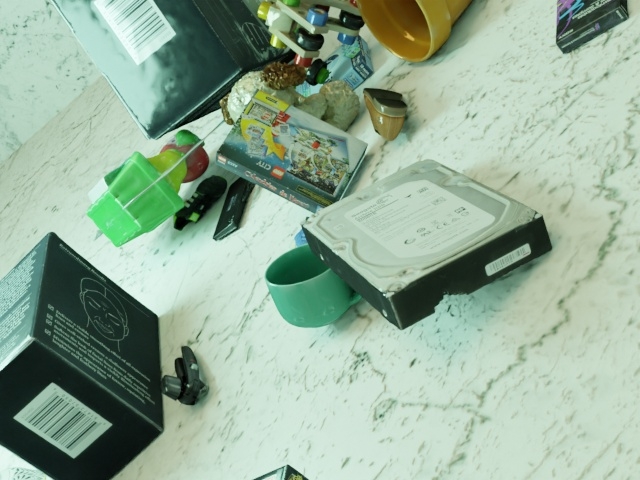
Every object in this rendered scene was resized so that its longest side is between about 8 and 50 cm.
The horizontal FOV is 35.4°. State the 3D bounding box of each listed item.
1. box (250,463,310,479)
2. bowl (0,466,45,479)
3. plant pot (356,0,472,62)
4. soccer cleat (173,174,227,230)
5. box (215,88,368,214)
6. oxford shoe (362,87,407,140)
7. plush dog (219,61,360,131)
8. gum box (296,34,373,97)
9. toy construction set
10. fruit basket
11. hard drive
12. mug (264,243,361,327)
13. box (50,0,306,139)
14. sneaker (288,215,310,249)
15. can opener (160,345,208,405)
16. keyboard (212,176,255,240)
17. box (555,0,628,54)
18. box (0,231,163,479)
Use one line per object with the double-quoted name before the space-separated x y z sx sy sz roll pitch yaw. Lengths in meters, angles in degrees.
"box" -0.117 0.410 1.319 0.220 0.051 0.175 -30 31 33
"bowl" -0.618 0.500 1.936 0.170 0.080 0.170 -36 29 24
"plant pot" 0.202 -0.478 1.917 0.188 0.205 0.205 -41 22 -20
"soccer cleat" -0.268 -0.081 2.237 0.179 0.060 0.072 -36 37 37
"box" -0.052 -0.158 1.816 0.159 0.233 0.044 -61 -5 -25
"oxford shoe" 0.113 -0.237 1.850 0.212 0.076 0.076 -92 9 -68
"plush dog" -0.084 -0.234 1.961 0.262 0.225 0.211 -27 33 36
"gum box" 0.027 -0.348 2.159 0.184 0.041 0.157 -39 27 20
"toy construction set" -0.048 -0.494 2.021 0.257 0.237 0.309 -50 -14 -29
"fruit basket" -0.355 -0.156 2.233 0.353 0.165 0.327 -53 13 -28
"hard drive" 0.133 -0.010 1.403 0.236 0.064 0.339 -27 24 -10
"mug" -0.003 0.077 1.533 0.129 0.097 0.157 -31 27 -21
"box" -0.323 -0.541 2.298 0.297 0.480 0.472 -33 5 25
"sneaker" -0.001 -0.001 1.701 0.085 0.058 0.152 -57 19 2
"can opener" -0.234 0.229 1.749 0.059 0.073 0.186 -52 16 11
"keyboard" -0.173 -0.082 2.124 0.108 0.023 0.180 -37 28 36
"box" 0.430 -0.376 1.592 0.116 0.029 0.162 -28 33 35
"box" -0.469 0.220 1.850 0.212 0.293 0.395 -42 26 12
